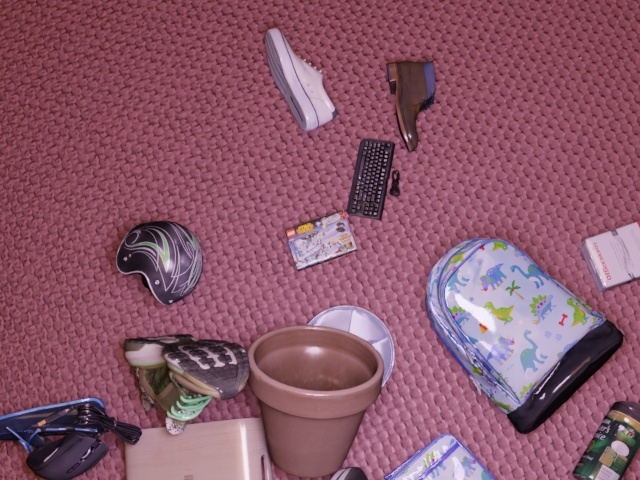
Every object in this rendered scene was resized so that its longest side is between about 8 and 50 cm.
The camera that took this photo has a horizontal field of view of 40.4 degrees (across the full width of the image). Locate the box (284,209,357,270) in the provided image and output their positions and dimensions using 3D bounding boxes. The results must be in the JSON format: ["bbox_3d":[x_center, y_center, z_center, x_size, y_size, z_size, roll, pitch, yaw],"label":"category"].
[{"bbox_3d":[0.000,0.000,1.873,0.137,0.027,0.094,-19,76,-1],"label":"box"}]

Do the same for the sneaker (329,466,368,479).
[{"bbox_3d":[-0.086,0.598,1.609,0.257,0.169,0.447,0,43,34],"label":"sneaker"}]

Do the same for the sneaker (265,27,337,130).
[{"bbox_3d":[-0.045,-0.366,1.953,0.091,0.094,0.258,-20,78,-20],"label":"sneaker"}]

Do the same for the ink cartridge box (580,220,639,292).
[{"bbox_3d":[0.631,0.031,1.804,0.150,0.063,0.109,-19,75,-1],"label":"ink cartridge box"}]

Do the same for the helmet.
[{"bbox_3d":[-0.324,0.045,1.815,0.161,0.169,0.169,16,76,25],"label":"helmet"}]

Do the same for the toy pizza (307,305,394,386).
[{"bbox_3d":[0.053,0.236,1.803,0.201,0.032,0.201,-1,79,6],"label":"toy pizza"}]

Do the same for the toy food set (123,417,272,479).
[{"bbox_3d":[-0.248,0.481,1.741,0.306,0.092,0.220,-9,75,10],"label":"toy food set"}]

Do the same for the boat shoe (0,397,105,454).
[{"bbox_3d":[-0.569,0.386,1.770,0.258,0.109,0.089,-13,78,3],"label":"boat shoe"}]

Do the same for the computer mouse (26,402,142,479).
[{"bbox_3d":[-0.495,0.404,1.690,0.262,0.184,0.060,-25,47,19],"label":"computer mouse"}]

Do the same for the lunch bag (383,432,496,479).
[{"bbox_3d":[0.222,0.496,1.693,0.219,0.090,0.176,-38,74,-9],"label":"lunch bag"}]

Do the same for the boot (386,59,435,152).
[{"bbox_3d":[0.214,-0.304,1.912,0.106,0.082,0.219,-11,73,4],"label":"boot"}]

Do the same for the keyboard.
[{"bbox_3d":[0.125,-0.134,1.904,0.108,0.023,0.180,10,77,6],"label":"keyboard"}]

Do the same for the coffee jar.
[{"bbox_3d":[0.571,0.400,1.693,0.079,0.096,0.184,34,79,9],"label":"coffee jar"}]

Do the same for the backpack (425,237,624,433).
[{"bbox_3d":[0.369,0.154,1.713,0.290,0.273,0.355,-42,64,-1],"label":"backpack"}]

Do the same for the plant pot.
[{"bbox_3d":[-0.020,0.321,1.675,0.263,0.263,0.229,9,113,6],"label":"plant pot"}]

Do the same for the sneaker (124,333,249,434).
[{"bbox_3d":[-0.252,0.285,1.672,0.158,0.410,0.182,-5,93,-30],"label":"sneaker"}]
